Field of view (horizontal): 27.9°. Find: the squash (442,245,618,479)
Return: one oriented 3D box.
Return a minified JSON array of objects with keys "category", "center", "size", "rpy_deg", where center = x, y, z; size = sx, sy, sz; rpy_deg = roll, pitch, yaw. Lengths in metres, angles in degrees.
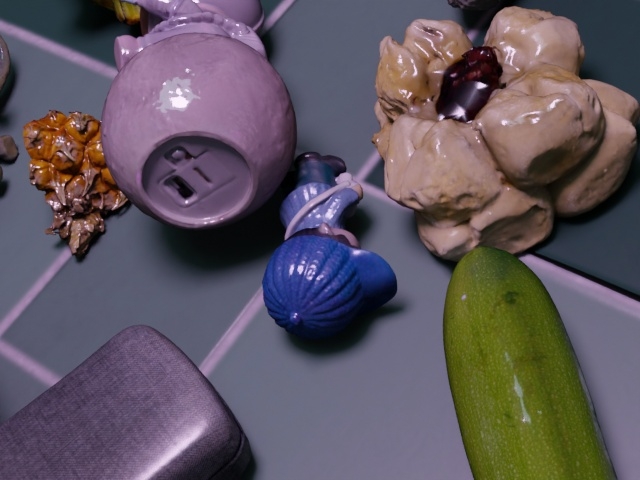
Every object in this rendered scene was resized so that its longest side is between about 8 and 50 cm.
[{"category":"squash","center":[0.129,0.129,0.764],"size":[0.082,0.082,0.293],"rpy_deg":[-18,52,8]}]

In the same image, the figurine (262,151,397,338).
[{"category":"figurine","center":[0.000,0.000,0.917],"size":[0.086,0.087,0.149],"rpy_deg":[-45,39,36]}]

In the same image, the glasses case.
[{"category":"glasses case","center":[-0.198,0.195,0.845],"size":[0.323,0.074,0.131],"rpy_deg":[-39,49,-10]}]

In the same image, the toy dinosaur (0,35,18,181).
[{"category":"toy dinosaur","center":[-0.359,-0.079,1.114],"size":[0.188,0.075,0.248],"rpy_deg":[-9,50,18]}]

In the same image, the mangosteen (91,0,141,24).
[{"category":"mangosteen","center":[-0.177,-0.278,1.148],"size":[0.166,0.166,0.180],"rpy_deg":[-9,77,15]}]

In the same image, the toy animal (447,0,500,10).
[{"category":"toy animal","center":[0.163,-0.283,1.061],"size":[0.070,0.079,0.253],"rpy_deg":[14,60,36]}]

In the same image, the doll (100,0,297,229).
[{"category":"doll","center":[-0.093,-0.133,1.000],"size":[0.150,0.151,0.287],"rpy_deg":[-17,39,9]}]

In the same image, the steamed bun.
[{"category":"steamed bun","center":[0.127,-0.090,0.912],"size":[0.192,0.106,0.178],"rpy_deg":[-16,52,8]}]

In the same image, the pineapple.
[{"category":"pineapple","center":[-0.194,-0.041,1.038],"size":[0.077,0.114,0.114],"rpy_deg":[-17,58,57]}]
